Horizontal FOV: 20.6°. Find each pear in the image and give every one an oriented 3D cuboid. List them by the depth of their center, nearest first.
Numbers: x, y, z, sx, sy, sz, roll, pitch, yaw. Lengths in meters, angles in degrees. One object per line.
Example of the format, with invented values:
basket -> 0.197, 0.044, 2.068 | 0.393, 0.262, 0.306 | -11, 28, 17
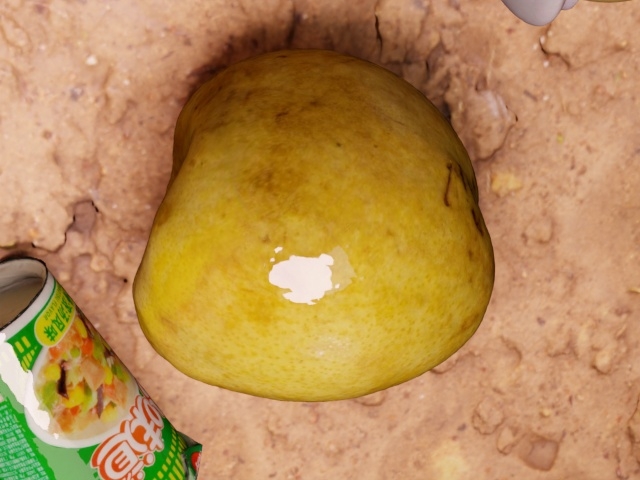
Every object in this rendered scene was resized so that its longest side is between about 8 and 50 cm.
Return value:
pear -> 0.000, 0.000, 1.462 | 0.304, 0.304, 0.304 | -9, 120, -15

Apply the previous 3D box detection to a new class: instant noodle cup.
instant noodle cup -> -0.242, 0.144, 1.527 | 0.207, 0.207, 0.233 | -28, 115, -3

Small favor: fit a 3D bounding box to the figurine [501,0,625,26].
figurine -> 0.277, -0.254, 1.465 | 0.381, 0.224, 0.205 | 16, 129, -29
